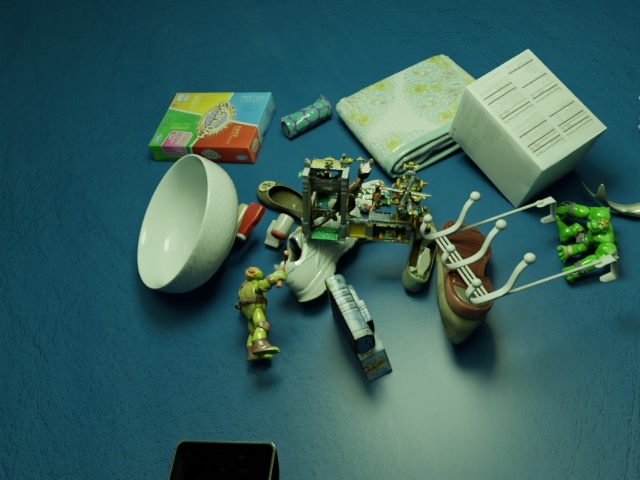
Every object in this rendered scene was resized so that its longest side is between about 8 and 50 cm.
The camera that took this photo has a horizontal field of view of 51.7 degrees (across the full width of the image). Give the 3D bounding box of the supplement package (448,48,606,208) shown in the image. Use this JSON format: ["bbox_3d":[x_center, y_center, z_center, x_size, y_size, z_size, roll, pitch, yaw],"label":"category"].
[{"bbox_3d":[0.477,-0.260,1.561,0.198,0.199,0.262,-33,72,-14],"label":"supplement package"}]

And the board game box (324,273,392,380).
[{"bbox_3d":[0.081,0.184,1.377,0.060,0.194,0.194,-25,64,-6],"label":"board game box"}]

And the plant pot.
[{"bbox_3d":[-0.162,0.480,1.181,0.188,0.167,0.187,-3,51,13],"label":"plant pot"}]

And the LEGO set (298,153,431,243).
[{"bbox_3d":[0.092,-0.129,1.474,0.331,0.192,0.255,10,37,13],"label":"LEGO set"}]

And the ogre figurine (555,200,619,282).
[{"bbox_3d":[0.583,-0.008,1.451,0.118,0.097,0.197,-13,31,26],"label":"ogre figurine"}]

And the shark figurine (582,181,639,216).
[{"bbox_3d":[0.757,-0.103,1.499,0.278,0.166,0.116,-16,21,24],"label":"shark figurine"}]

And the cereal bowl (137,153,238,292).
[{"bbox_3d":[-0.301,-0.030,1.596,0.339,0.141,0.339,-26,55,44],"label":"cereal bowl"}]

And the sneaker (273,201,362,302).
[{"bbox_3d":[0.000,0.000,1.542,0.111,0.129,0.297,-20,33,49],"label":"sneaker"}]

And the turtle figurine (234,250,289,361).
[{"bbox_3d":[-0.135,0.141,1.430,0.087,0.269,0.217,5,65,-31],"label":"turtle figurine"}]

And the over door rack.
[{"bbox_3d":[0.395,-0.003,1.328,0.324,0.108,0.239,-9,38,-13],"label":"over door rack"}]

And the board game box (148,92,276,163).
[{"bbox_3d":[-0.315,-0.337,1.957,0.317,0.064,0.242,3,52,16],"label":"board game box"}]

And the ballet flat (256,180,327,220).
[{"bbox_3d":[-0.075,-0.101,1.707,0.084,0.058,0.250,-41,54,-21],"label":"ballet flat"}]

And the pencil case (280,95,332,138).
[{"bbox_3d":[-0.042,-0.356,1.905,0.152,0.064,0.070,-29,67,-11],"label":"pencil case"}]

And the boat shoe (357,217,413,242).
[{"bbox_3d":[0.156,-0.028,1.595,0.153,0.056,0.048,-8,59,10],"label":"boat shoe"}]

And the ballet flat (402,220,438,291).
[{"bbox_3d":[0.240,0.021,1.518,0.072,0.068,0.213,21,57,-2],"label":"ballet flat"}]

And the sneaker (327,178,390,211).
[{"bbox_3d":[0.099,-0.098,1.662,0.161,0.057,0.075,-19,44,-5],"label":"sneaker"}]

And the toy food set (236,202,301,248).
[{"bbox_3d":[-0.150,-0.017,1.628,0.232,0.111,0.104,19,70,26],"label":"toy food set"}]

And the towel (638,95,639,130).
[{"bbox_3d":[0.943,-0.349,1.624,0.235,0.121,0.283,28,61,29],"label":"towel"}]

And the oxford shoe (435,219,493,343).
[{"bbox_3d":[0.293,0.078,1.434,0.123,0.130,0.348,18,34,2],"label":"oxford shoe"}]

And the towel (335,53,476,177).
[{"bbox_3d":[0.273,-0.349,1.810,0.374,0.090,0.320,-26,47,-8],"label":"towel"}]
